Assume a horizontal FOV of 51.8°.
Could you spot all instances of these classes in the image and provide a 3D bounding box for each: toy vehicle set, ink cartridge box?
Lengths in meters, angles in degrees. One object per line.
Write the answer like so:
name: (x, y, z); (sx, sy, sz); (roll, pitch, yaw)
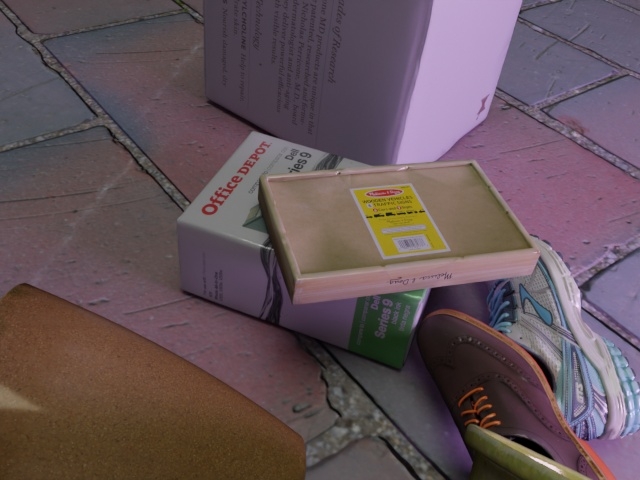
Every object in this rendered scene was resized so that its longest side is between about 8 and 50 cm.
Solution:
toy vehicle set: (0.079, -0.018, 0.715); (0.267, 0.035, 0.166); (-6, 44, -15)
ink cartridge box: (0.000, 0.000, 0.803); (0.289, 0.121, 0.211); (18, 43, 12)

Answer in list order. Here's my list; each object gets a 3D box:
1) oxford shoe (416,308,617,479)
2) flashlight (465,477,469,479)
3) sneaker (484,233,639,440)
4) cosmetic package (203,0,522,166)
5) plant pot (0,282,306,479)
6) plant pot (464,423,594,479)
oxford shoe: (0.171, 0.164, 0.624); (0.098, 0.097, 0.271); (17, 26, -47)
flashlight: (0.199, 0.320, 0.487); (0.103, 0.103, 0.304); (-42, 57, -10)
sneaker: (0.232, 0.096, 0.739); (0.122, 0.110, 0.283); (-10, 43, -13)
cosmetic package: (0.064, -0.345, 1.051); (0.394, 0.327, 0.329); (31, 46, 24)
plant pot: (-0.150, 0.184, 0.527); (0.254, 0.237, 0.237); (18, 40, -11)
plant pot: (0.155, 0.275, 0.341); (0.276, 0.276, 0.253); (24, 82, 18)
